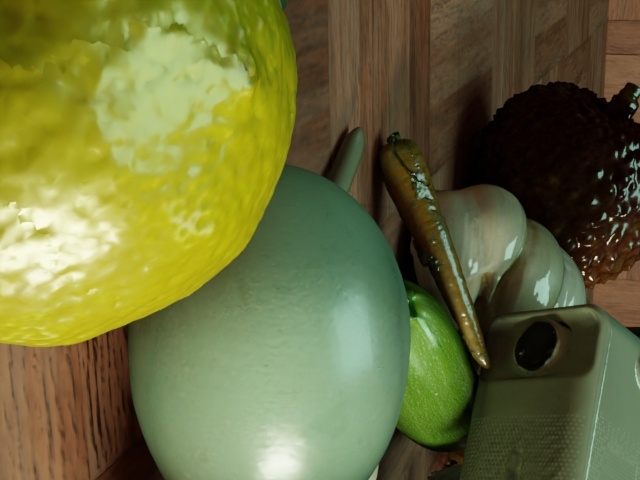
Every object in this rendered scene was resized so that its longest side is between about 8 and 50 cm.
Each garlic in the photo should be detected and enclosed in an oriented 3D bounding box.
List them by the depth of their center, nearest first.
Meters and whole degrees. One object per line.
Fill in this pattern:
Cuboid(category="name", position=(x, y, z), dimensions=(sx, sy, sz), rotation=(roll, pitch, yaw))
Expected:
Cuboid(category="garlic", position=(0.209, 0.066, 1.320), dimensions=(0.281, 0.185, 0.203), rotation=(69, 25, -54))

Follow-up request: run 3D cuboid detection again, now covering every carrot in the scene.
Cuboid(category="carrot", position=(0.117, 0.012, 1.147), dimensions=(0.254, 0.049, 0.049), rotation=(67, 24, -3))

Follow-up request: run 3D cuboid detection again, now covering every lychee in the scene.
Cuboid(category="lychee", position=(0.323, -0.072, 1.500), dimensions=(0.304, 0.276, 0.276), rotation=(-61, 164, 13))

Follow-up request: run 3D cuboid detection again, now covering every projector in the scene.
Cuboid(category="projector", position=(0.256, 0.184, 1.161), dimensions=(0.177, 0.163, 0.242), rotation=(36, 60, -36))

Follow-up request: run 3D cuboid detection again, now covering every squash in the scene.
Cuboid(category="squash", position=(0.106, 0.140, 1.184), dimensions=(0.395, 0.107, 0.107), rotation=(60, 40, -58))

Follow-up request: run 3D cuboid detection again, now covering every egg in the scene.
Cuboid(category="egg", position=(-0.030, 0.068, 0.690), dimensions=(0.168, 0.168, 0.230), rotation=(-33, 127, -65))

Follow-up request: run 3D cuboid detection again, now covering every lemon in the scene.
Cuboid(category="lemon", position=(-0.105, -0.058, 0.420), dimensions=(0.231, 0.192, 0.192), rotation=(44, 53, -74))

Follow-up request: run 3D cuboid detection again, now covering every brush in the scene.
Cuboid(category="brush", position=(0.000, 0.000, 0.949), dimensions=(0.039, 0.042, 0.299), rotation=(40, 45, -18))

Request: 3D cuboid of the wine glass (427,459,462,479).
Cuboid(category="wine glass", position=(0.137, 0.362, 1.206), dimensions=(0.357, 0.190, 0.190), rotation=(-16, 110, -69))

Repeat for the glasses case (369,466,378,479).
Cuboid(category="glasses case", position=(0.011, 0.188, 1.006), dimensions=(0.204, 0.051, 0.081), rotation=(51, 46, -62))

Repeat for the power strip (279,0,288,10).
Cuboid(category="power strip", position=(-0.044, -0.225, 0.788), dimensions=(0.169, 0.028, 0.076), rotation=(73, 29, -47))

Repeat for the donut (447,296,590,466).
Cuboid(category="donut", position=(0.276, 0.203, 1.574), dimensions=(0.317, 0.150, 0.299), rotation=(68, 36, -63))
